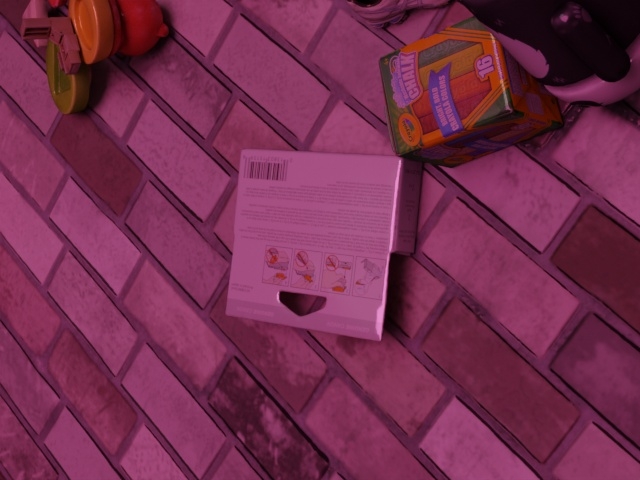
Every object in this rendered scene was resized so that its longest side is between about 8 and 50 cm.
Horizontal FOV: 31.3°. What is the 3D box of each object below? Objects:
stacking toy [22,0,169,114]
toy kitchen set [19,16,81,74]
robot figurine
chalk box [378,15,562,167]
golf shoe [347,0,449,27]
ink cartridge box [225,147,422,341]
[{"bbox_3d":[-0.370,-0.370,1.854,0.309,0.130,0.279,64,147,24],"label":"stacking toy"},{"bbox_3d":[-0.417,-0.289,1.755,0.068,0.075,0.083,-49,54,56],"label":"toy kitchen set"},{"bbox_3d":[0.260,-0.267,1.240,0.173,0.278,0.209,-10,48,52],"label":"robot figurine"},{"bbox_3d":[0.161,-0.172,1.392,0.213,0.132,0.133,-20,75,34],"label":"chalk box"},{"bbox_3d":[0.113,-0.330,1.468,0.176,0.086,0.069,-25,71,32],"label":"golf shoe"},{"bbox_3d":[0.000,0.000,1.548,0.275,0.060,0.239,7,92,36],"label":"ink cartridge box"}]
